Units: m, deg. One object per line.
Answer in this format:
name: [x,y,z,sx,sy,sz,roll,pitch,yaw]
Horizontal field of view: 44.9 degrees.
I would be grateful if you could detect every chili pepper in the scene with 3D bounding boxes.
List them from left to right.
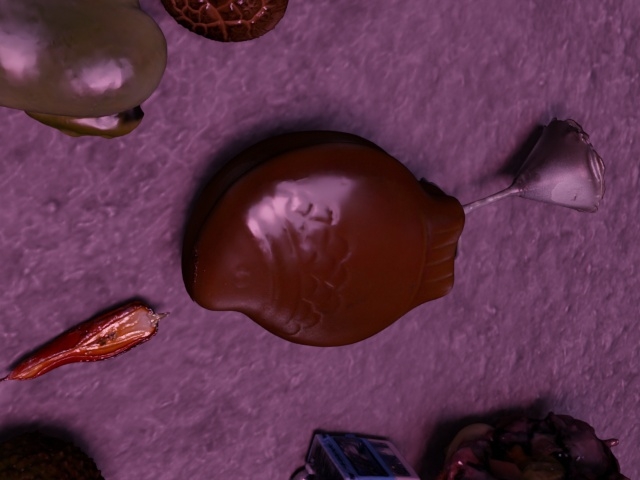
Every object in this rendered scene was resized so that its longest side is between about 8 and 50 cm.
chili pepper: [-0.237,0.105,0.781,0.178,0.027,0.045,-25,114,-13]

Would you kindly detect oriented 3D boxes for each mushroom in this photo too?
mushroom: [-0.085,-0.229,0.676,0.126,0.085,0.109,16,105,-22]

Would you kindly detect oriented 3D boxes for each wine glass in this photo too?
wine glass: [0.208,-0.054,0.870,0.182,0.122,0.122,-21,118,-8]

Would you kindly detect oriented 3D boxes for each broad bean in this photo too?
broad bean: [-0.228,-0.180,0.634,0.169,0.100,0.228,-38,109,-14]

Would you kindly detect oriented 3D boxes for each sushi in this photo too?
sushi: [0.248,0.324,0.970,0.270,0.236,0.171,-10,121,-36]

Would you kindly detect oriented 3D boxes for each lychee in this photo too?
lychee: [-0.281,0.279,0.754,0.171,0.171,0.171,-9,114,-20]

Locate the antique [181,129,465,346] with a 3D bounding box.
antique: [0.000,0.000,0.775,0.277,0.129,0.224,-7,116,-16]

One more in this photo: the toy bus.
toy bus: [0.019,0.390,0.968,0.130,0.106,0.297,7,109,-28]
